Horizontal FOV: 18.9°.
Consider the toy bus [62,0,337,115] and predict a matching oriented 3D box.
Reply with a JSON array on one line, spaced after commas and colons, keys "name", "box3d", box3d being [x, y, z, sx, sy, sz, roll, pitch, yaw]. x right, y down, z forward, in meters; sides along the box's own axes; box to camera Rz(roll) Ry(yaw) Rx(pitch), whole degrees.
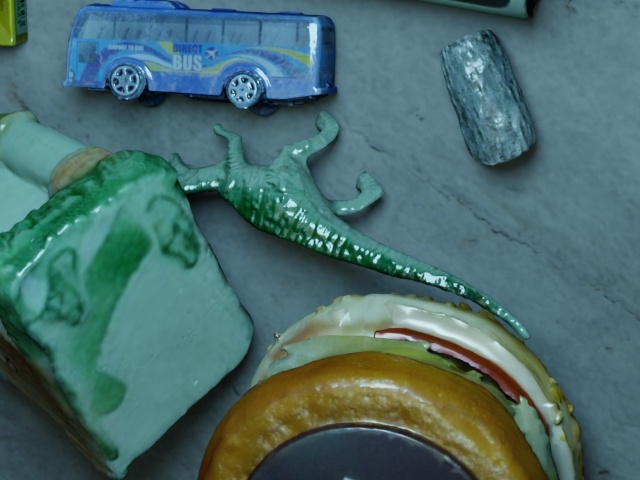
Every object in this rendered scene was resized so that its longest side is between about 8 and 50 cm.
[{"name": "toy bus", "box3d": [-0.104, -0.162, 1.691, 0.236, 0.079, 0.094, 5, 90, 13]}]

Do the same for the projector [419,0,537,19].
[{"name": "projector", "box3d": [0.022, -0.264, 1.611, 0.337, 0.108, 0.108, 12, 107, 11]}]

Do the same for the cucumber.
[{"name": "cucumber", "box3d": [0.140, -0.123, 1.642, 0.064, 0.064, 0.112, -19, 99, 18]}]

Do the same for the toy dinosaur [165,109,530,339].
[{"name": "toy dinosaur", "box3d": [0.024, -0.039, 1.675, 0.383, 0.076, 0.129, 17, 65, 21]}]

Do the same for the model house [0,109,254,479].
[{"name": "model house", "box3d": [-0.258, 0.011, 1.740, 0.325, 0.194, 0.267, 27, 152, 41]}]

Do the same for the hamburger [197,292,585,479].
[{"name": "hamburger", "box3d": [0.062, 0.216, 1.654, 0.330, 0.250, 0.330, 4, 112, 11]}]

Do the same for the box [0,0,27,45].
[{"name": "box", "box3d": [-0.344, -0.315, 1.725, 0.153, 0.041, 0.279, 4, 105, 14]}]
